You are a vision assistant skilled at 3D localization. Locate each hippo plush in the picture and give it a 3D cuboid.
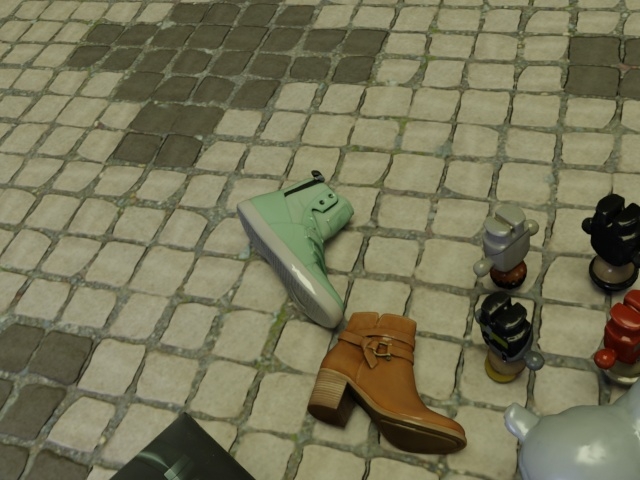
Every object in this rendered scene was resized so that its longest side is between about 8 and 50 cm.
[{"bbox_3d":[0.317,0.213,0.630,0.236,0.294,0.234,-32,55,6],"label":"hippo plush"}]

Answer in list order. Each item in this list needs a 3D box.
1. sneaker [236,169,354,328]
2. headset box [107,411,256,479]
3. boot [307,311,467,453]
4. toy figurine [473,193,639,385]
[{"bbox_3d":[0.000,-0.001,0.974,0.151,0.094,0.256,-27,52,-14],"label":"sneaker"},{"bbox_3d":[-0.131,0.338,0.644,0.283,0.131,0.246,29,60,38],"label":"headset box"},{"bbox_3d":[0.094,0.162,0.834,0.197,0.073,0.152,14,51,19],"label":"boot"},{"bbox_3d":[0.291,0.064,0.832,0.209,0.148,0.213,-5,52,16],"label":"toy figurine"}]
